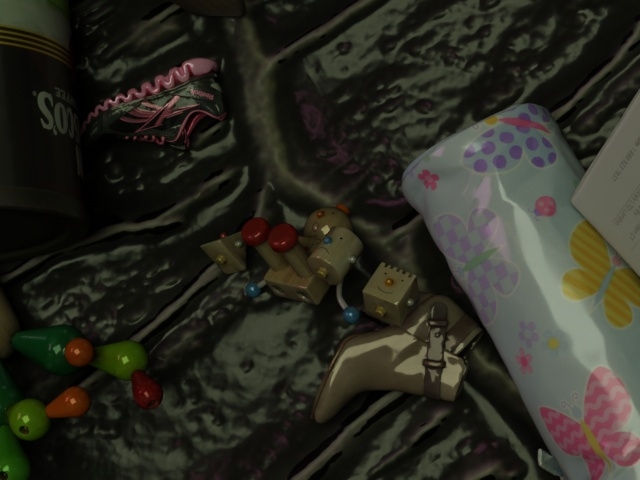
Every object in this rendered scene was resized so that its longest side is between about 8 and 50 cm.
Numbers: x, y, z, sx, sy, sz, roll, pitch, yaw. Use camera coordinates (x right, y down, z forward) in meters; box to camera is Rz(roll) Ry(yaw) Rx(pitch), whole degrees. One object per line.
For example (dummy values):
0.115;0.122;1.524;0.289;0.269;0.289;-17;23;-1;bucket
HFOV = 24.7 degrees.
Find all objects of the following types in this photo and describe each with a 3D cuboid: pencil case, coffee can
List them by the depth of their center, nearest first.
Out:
0.157;0.046;0.954;0.113;0.124;0.273;-18;75;-29;pencil case
-0.277;-0.132;1.045;0.201;0.201;0.275;-9;79;13;coffee can

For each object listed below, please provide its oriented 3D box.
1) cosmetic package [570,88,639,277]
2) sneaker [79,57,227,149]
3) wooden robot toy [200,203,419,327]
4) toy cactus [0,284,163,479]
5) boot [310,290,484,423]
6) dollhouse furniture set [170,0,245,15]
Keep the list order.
0.361;0.030;0.842;0.217;0.156;0.385;-34;72;-26;cosmetic package
-0.122;-0.089;1.085;0.119;0.047;0.057;-25;87;11;sneaker
0.000;0.000;1.019;0.173;0.076;0.079;12;53;38;wooden robot toy
-0.227;0.102;1.063;0.219;0.112;0.180;-29;57;11;toy cactus
0.056;0.089;1.010;0.087;0.042;0.118;26;89;15;boot
0.001;-0.277;0.952;0.303;0.286;0.198;4;82;27;dollhouse furniture set
